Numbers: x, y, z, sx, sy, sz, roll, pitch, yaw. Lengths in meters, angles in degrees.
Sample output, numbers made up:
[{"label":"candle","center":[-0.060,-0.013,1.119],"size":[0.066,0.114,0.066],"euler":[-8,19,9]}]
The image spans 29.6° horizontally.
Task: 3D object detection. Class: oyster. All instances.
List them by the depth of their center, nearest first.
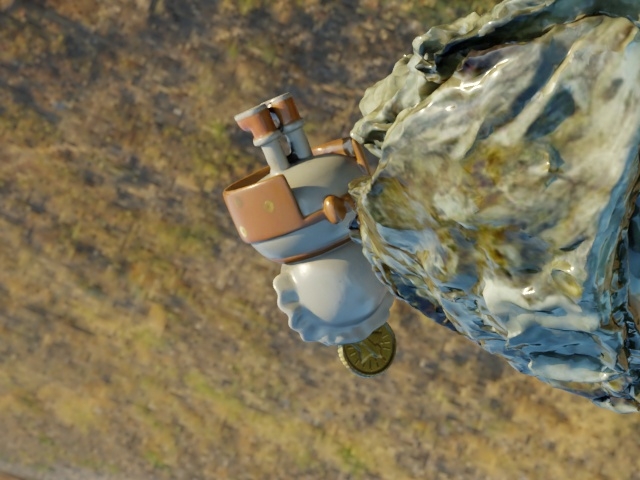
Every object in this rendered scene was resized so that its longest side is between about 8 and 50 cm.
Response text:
[{"label":"oyster","center":[0.092,-0.018,0.504],"size":[0.162,0.158,0.351],"euler":[9,159,3]}]

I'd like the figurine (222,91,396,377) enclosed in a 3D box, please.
[{"label":"figurine","center":[0.003,-0.004,1.113],"size":[0.271,0.143,0.143],"euler":[59,163,5]}]
